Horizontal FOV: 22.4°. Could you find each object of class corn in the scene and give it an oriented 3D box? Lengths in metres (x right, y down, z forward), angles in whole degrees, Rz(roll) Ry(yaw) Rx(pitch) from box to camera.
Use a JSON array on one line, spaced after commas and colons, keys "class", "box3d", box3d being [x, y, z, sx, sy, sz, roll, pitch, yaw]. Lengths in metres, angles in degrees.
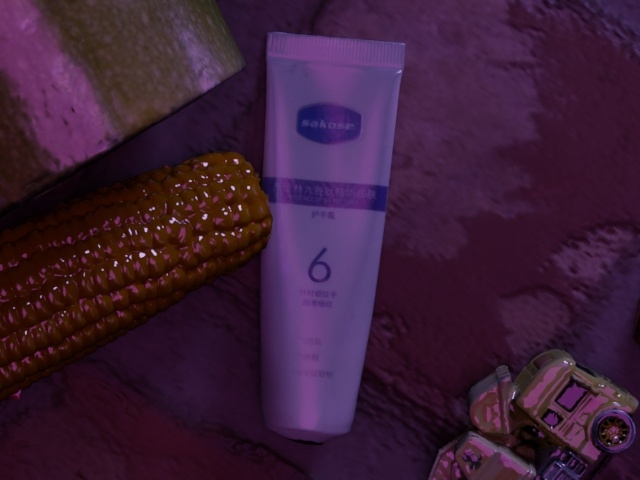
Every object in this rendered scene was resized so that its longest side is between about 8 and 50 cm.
[{"class": "corn", "box3d": [-0.201, 0.035, 1.199, 0.363, 0.120, 0.120, -28, 98, -15]}]

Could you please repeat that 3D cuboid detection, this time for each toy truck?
[{"class": "toy truck", "box3d": [0.154, 0.170, 1.280, 0.116, 0.085, 0.191, 37, 95, -2]}]

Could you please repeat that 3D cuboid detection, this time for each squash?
[{"class": "squash", "box3d": [-0.249, -0.221, 1.117, 0.263, 0.263, 0.384, -30, 98, 0]}]

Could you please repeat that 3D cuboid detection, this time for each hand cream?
[{"class": "hand cream", "box3d": [0.000, 0.000, 1.272, 0.109, 0.067, 0.321, 4, 89, -3]}]

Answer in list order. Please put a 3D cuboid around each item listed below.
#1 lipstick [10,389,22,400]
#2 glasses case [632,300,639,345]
[{"class": "lipstick", "box3d": [-0.362, 0.033, 1.246, 0.312, 0.051, 0.051, 30, 93, -9]}, {"class": "glasses case", "box3d": [0.367, 0.079, 1.286, 0.218, 0.075, 0.049, 9, 93, -4]}]
